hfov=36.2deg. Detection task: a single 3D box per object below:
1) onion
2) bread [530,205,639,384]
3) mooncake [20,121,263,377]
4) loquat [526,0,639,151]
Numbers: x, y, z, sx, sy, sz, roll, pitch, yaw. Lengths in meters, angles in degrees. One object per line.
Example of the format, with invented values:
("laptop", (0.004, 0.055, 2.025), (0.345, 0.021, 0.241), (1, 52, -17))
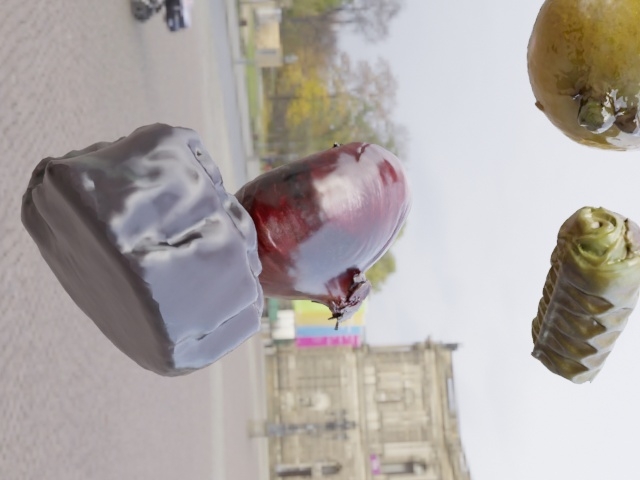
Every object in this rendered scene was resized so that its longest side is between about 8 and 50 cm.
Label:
("onion", (0.000, 0.000, 1.577), (0.347, 0.348, 0.285), (108, -42, -82))
("bread", (0.281, 0.058, 1.034), (0.269, 0.087, 0.098), (84, 9, -58))
("mooncake", (-0.231, 0.008, 1.308), (0.381, 0.212, 0.350), (14, -50, 56))
("loquat", (0.496, -0.289, 1.620), (0.359, 0.329, 0.328), (-56, 158, -38))
